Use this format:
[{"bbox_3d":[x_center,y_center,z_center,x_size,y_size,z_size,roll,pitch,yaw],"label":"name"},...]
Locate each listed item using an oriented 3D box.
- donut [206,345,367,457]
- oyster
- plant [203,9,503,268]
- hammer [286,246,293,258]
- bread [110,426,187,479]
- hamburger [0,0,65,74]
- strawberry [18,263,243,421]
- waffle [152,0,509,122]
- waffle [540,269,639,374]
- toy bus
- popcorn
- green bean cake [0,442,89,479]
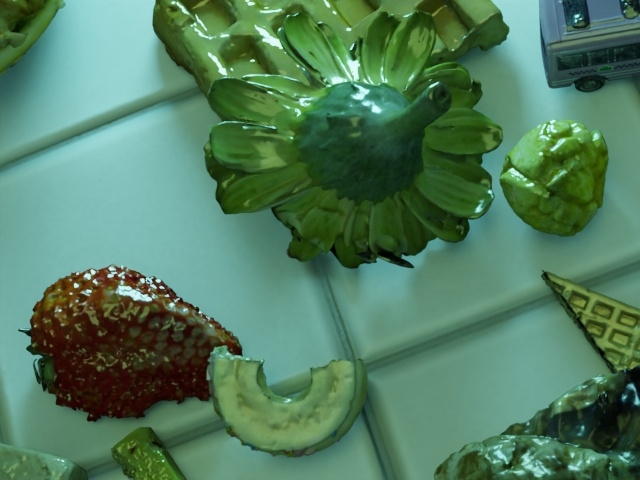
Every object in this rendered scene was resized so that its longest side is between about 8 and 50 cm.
[{"bbox_3d":[-0.036,0.168,1.390,0.166,0.065,0.108,4,86,4],"label":"donut"},{"bbox_3d":[0.262,0.197,1.295,0.294,0.094,0.166,-40,69,-1],"label":"oyster"},{"bbox_3d":[0.059,-0.080,1.368,0.305,0.261,0.297,-27,33,-23],"label":"plant"},{"bbox_3d":[0.000,0.000,1.479,0.083,0.031,0.053,-22,65,16],"label":"hammer"},{"bbox_3d":[-0.154,0.299,1.384,0.088,0.049,0.226,-39,65,-3],"label":"bread"},{"bbox_3d":[-0.417,-0.327,1.575,0.287,0.268,0.445,26,72,23],"label":"hamburger"},{"bbox_3d":[-0.215,0.098,1.447,0.236,0.107,0.175,-17,66,6],"label":"strawberry"},{"bbox_3d":[-0.001,-0.263,1.556,0.348,0.077,0.304,-33,64,-1],"label":"waffle"},{"bbox_3d":[0.278,0.097,1.373,0.152,0.023,0.097,23,75,19],"label":"waffle"},{"bbox_3d":[0.334,-0.232,1.442,0.198,0.108,0.096,-8,67,10],"label":"toy bus"},{"bbox_3d":[0.243,-0.065,1.408,0.106,0.116,0.121,-3,110,43],"label":"popcorn"},{"bbox_3d":[-0.343,0.272,1.421,0.179,0.085,0.109,9,70,16],"label":"green bean cake"}]
